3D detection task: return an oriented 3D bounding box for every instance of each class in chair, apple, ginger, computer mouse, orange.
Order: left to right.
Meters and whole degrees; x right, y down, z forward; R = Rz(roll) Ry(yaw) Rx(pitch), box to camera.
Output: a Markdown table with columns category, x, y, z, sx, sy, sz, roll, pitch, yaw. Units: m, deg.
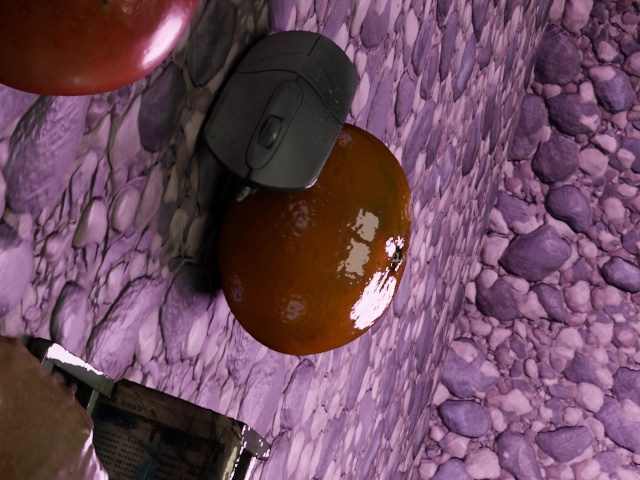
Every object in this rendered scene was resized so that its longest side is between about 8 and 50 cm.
| category | x | y | z | sx | sy | sz | roll | pitch | yaw |
| --- | --- | --- | --- | --- | --- | --- | --- | --- | --- |
| ginger | -0.230 | 0.170 | 0.964 | 0.275 | 0.130 | 0.221 | -5 | 99 | -73 |
| apple | -0.144 | -0.159 | 0.879 | 0.139 | 0.163 | 0.163 | 94 | 16 | -70 |
| chair | -0.144 | 0.186 | 1.245 | 0.270 | 0.147 | 0.136 | 64 | 44 | -70 |
| computer mouse | -0.031 | -0.126 | 1.416 | 0.068 | 0.113 | 0.229 | 112 | 2 | -47 |
| orange | 0.000 | 0.000 | 1.526 | 0.240 | 0.171 | 0.240 | 16 | 90 | -77 |
